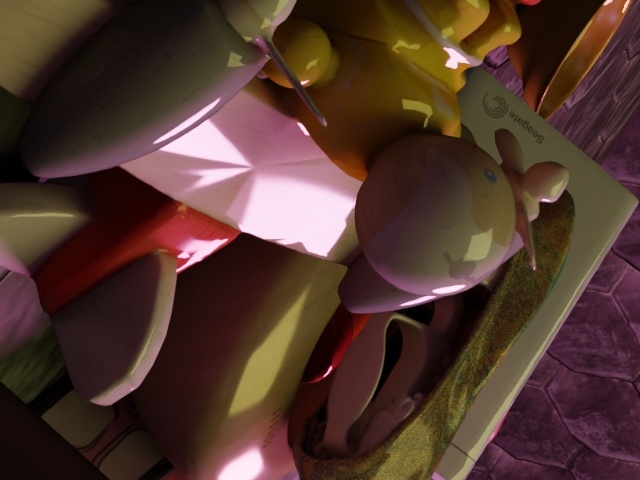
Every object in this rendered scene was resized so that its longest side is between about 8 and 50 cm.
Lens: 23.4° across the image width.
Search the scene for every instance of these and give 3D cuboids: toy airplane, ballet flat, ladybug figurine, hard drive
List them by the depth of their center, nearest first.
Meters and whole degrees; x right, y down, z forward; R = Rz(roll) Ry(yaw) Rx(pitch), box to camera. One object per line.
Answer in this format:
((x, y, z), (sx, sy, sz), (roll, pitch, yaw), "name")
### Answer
((-0.015, -0.050, 0.865), (0.386, 0.272, 0.384), (-25, 143, -30), "toy airplane")
((0.089, 0.067, 1.211), (0.348, 0.123, 0.123), (-57, 169, -20), "ballet flat")
((-0.013, 0.028, 1.291), (0.449, 0.162, 0.305), (-37, 148, -51), "ladybug figurine")
((0.138, 0.035, 1.528), (0.353, 0.233, 0.047), (-56, -164, -13), "hard drive")

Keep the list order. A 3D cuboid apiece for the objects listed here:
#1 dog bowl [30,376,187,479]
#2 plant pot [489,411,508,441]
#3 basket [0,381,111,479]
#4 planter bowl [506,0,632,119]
((-0.219, 0.297, 1.327), (0.408, 0.150, 0.408), (-51, 168, -16), "dog bowl")
((0.142, 0.061, 1.726), (0.243, 0.275, 0.275), (-46, 165, -31), "plant pot")
((-0.189, 0.209, 1.023), (0.154, 0.227, 0.204), (-49, 167, -22), "basket")
((0.284, -0.253, 1.843), (0.217, 0.090, 0.217), (-50, 166, -16), "planter bowl")
